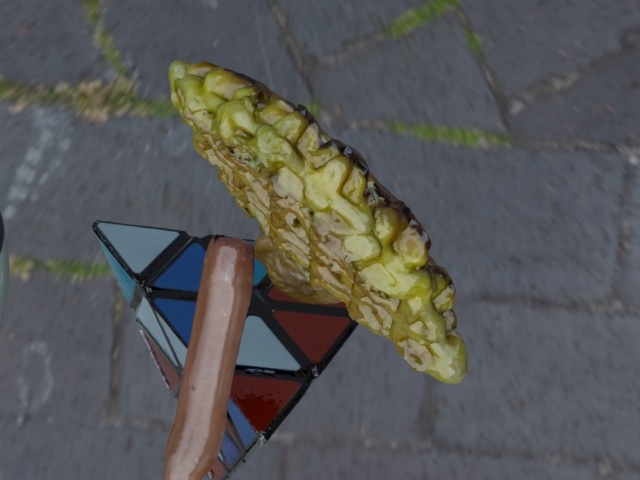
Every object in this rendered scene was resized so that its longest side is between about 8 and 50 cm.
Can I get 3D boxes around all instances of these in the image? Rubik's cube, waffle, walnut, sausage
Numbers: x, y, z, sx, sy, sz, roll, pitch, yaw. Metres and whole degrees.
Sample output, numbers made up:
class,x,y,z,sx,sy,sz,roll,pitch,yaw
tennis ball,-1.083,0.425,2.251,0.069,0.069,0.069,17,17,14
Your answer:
class,x,y,z,sx,sy,sz,roll,pitch,yaw
Rubik's cube,-0.029,0.108,1.601,0.250,0.234,0.284,-18,111,-1
waffle,-0.008,-0.016,1.177,0.059,0.238,0.243,-43,127,-11
walnut,0.000,0.000,1.487,0.124,0.105,0.105,-20,105,44
sausage,-0.078,0.087,1.342,0.043,0.043,0.186,12,98,-3

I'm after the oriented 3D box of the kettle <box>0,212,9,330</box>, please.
class,x,y,z,sx,sy,sz,roll,pitch,yaw
kettle,-0.366,0.060,1.716,0.161,0.236,0.221,14,59,-9
